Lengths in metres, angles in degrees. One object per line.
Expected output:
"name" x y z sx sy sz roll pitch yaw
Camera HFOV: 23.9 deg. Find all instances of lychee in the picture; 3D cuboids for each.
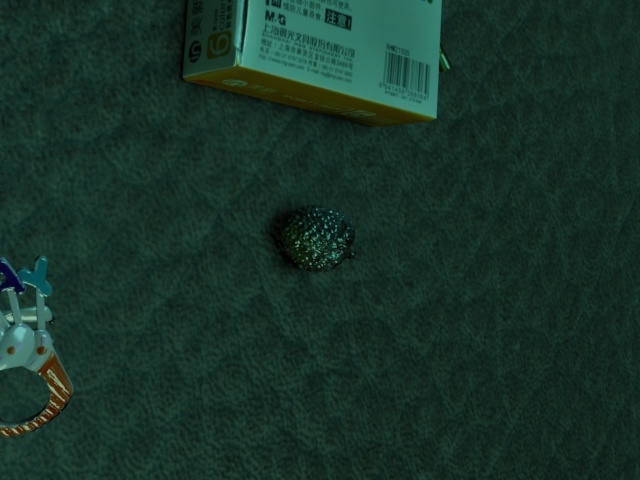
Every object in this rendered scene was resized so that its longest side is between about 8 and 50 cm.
"lychee" 0.000 0.000 1.448 0.083 0.068 0.067 35 106 -20

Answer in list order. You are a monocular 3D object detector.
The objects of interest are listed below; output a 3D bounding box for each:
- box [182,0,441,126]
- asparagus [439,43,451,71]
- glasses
"box" 0.000 -0.237 1.442 0.274 0.091 0.220 12 79 -43
"asparagus" 0.107 -0.236 1.598 0.015 0.018 0.127 -28 110 1
"glasses" -0.288 0.084 1.093 0.162 0.255 0.095 48 12 -41
